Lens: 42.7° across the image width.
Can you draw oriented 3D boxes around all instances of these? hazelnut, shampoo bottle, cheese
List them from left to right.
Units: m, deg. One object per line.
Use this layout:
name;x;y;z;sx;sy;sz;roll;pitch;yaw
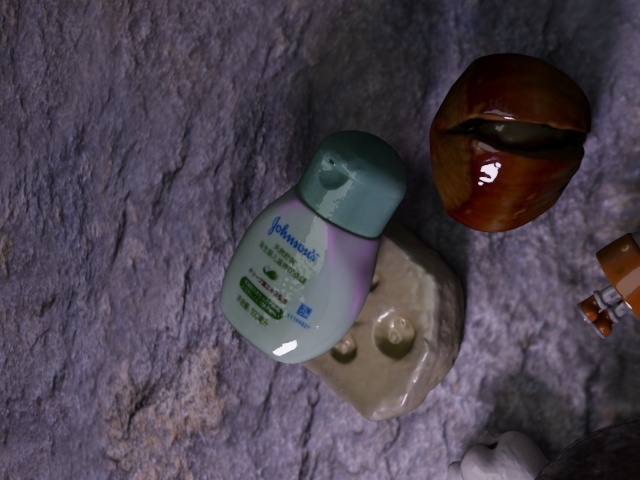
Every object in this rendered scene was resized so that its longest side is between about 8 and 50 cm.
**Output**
shampoo bottle;0.000;0.000;1.212;0.222;0.151;0.350;41;110;28
cheese;0.079;0.126;1.316;0.318;0.115;0.327;-10;85;35
hazelnut;0.260;-0.132;1.139;0.217;0.217;0.252;26;116;33

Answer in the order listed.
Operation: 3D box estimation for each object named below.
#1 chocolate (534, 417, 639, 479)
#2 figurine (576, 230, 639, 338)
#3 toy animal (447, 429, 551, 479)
chocolate;0.423;0.372;0.988;0.303;0.303;0.213;-18;103;35
figurine;0.453;0.024;1.044;0.271;0.143;0.143;-46;65;6
toy animal;0.264;0.378;1.182;0.178;0.127;0.193;49;116;22
